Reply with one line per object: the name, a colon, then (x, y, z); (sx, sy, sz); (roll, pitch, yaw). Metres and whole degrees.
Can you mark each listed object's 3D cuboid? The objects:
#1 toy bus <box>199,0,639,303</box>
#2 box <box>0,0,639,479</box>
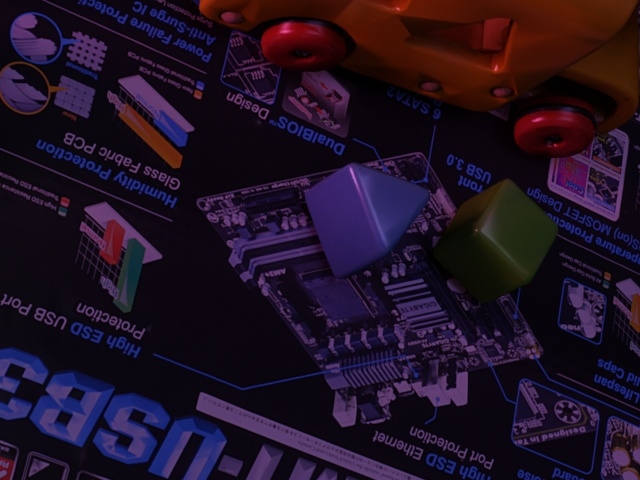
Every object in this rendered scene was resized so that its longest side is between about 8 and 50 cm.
toy bus: (0.062, -0.099, 0.629); (0.202, 0.104, 0.191); (-37, 95, -36)
box: (0.000, 0.000, 0.661); (0.295, 0.073, 0.293); (23, 64, -24)
